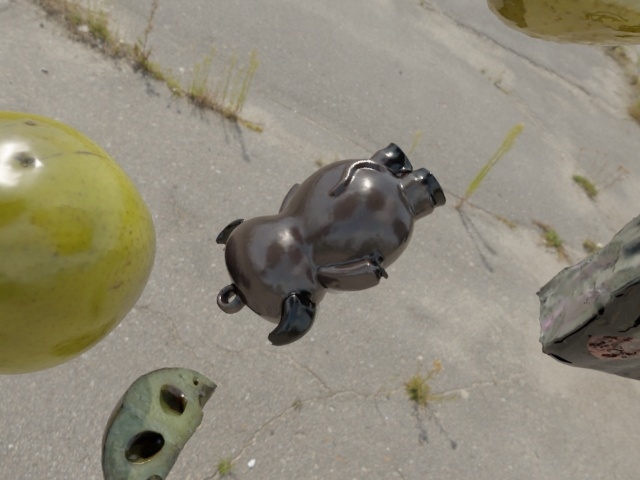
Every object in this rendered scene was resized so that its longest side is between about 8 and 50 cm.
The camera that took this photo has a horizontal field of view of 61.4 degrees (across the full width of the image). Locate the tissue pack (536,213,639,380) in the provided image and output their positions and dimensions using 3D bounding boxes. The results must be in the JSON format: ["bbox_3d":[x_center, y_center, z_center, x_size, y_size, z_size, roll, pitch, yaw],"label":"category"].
[{"bbox_3d":[0.430,0.079,0.552,0.333,0.245,0.123,12,59,-2],"label":"tissue pack"}]

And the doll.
[{"bbox_3d":[0.000,-0.002,0.580,0.182,0.257,0.117,50,0,44],"label":"doll"}]

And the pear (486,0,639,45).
[{"bbox_3d":[0.196,-0.239,0.299,0.271,0.271,0.271,18,42,-17],"label":"pear"}]

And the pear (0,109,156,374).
[{"bbox_3d":[-0.432,0.004,0.755,0.362,0.362,0.418,54,18,23],"label":"pear"}]

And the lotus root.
[{"bbox_3d":[-0.304,0.343,0.970,0.142,0.314,0.210,31,85,0],"label":"lotus root"}]
